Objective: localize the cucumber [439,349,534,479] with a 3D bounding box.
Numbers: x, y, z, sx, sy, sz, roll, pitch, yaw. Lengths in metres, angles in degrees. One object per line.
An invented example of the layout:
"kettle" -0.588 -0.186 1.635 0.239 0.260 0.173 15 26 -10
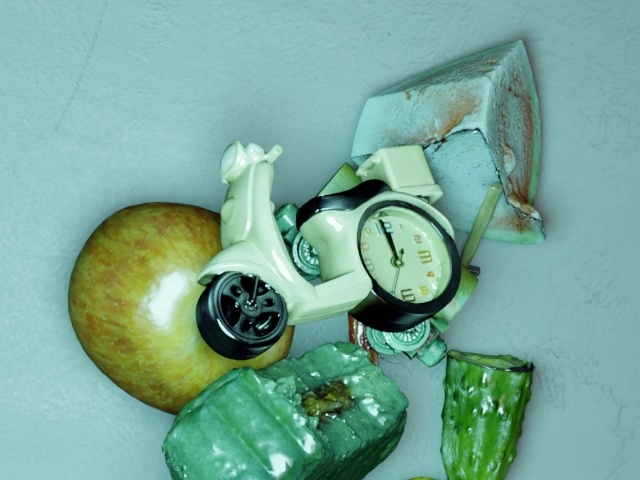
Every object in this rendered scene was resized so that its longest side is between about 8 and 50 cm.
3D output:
"cucumber" 0.228 0.280 1.812 0.134 0.134 0.244 7 97 -12

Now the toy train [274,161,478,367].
"toy train" 0.080 0.034 1.728 0.307 0.126 0.189 42 87 -2

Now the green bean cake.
"green bean cake" -0.041 0.254 1.625 0.308 0.300 0.169 -36 68 -18

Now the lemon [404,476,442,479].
"lemon" 0.144 0.423 1.735 0.192 0.231 0.192 -1 110 -2

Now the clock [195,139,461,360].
"clock" 0.000 0.000 1.584 0.379 0.120 0.276 -3 68 -34

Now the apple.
"apple" -0.177 0.091 1.660 0.309 0.250 0.277 14 85 -12

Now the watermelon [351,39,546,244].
"watermelon" 0.232 -0.158 1.771 0.320 0.214 0.289 34 81 -1

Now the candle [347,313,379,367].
"candle" 0.058 0.099 1.813 0.051 0.048 0.329 -2 89 28

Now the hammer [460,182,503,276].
"hammer" 0.219 -0.015 1.788 0.062 0.199 0.013 11 51 -3
